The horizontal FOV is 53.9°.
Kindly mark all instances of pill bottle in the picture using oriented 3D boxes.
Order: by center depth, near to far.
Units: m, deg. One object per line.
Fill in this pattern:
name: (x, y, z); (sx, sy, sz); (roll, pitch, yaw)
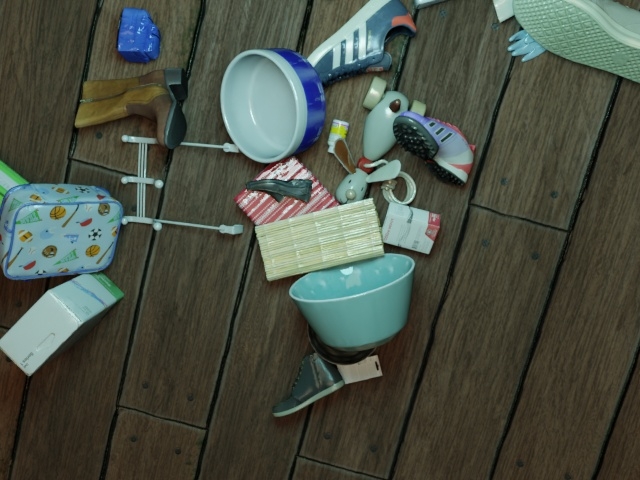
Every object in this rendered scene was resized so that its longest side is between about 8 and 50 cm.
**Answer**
pill bottle: (0.043, -0.266, 1.617); (0.043, 0.043, 0.083); (15, 100, 2)

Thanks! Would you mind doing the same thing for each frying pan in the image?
frying pan: (0.090, 0.172, 1.677); (0.197, 0.053, 0.326); (25, 85, 3)

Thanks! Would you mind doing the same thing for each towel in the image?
towel: (-0.062, -0.073, 1.636); (0.199, 0.031, 0.275); (-44, 96, -4)

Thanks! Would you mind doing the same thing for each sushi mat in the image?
sushi mat: (0.000, 0.000, 1.602); (0.316, 0.019, 0.152); (-13, 99, 6)

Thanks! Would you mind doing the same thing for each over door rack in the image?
over door rack: (-0.362, -0.146, 1.632); (0.324, 0.108, 0.240); (5, 100, 3)

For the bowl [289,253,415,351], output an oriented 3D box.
bowl: (0.093, 0.159, 1.531); (0.311, 0.311, 0.163); (-13, 102, 6)

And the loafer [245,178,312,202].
loafer: (-0.104, -0.125, 1.585); (0.170, 0.062, 0.061); (1, 97, -5)

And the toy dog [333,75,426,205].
toy dog: (0.143, -0.237, 1.555); (0.220, 0.161, 0.334); (5, 99, 4)

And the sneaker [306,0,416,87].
sneaker: (0.087, -0.443, 1.543); (0.350, 0.131, 0.148); (-42, 89, 8)

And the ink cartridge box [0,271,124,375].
ink cartridge box: (-0.657, 0.200, 1.618); (0.201, 0.278, 0.117); (-44, 94, 8)

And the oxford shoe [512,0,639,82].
oxford shoe: (0.666, -0.503, 1.486); (0.449, 0.169, 0.130); (22, 72, 0)

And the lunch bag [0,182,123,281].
lunch bag: (-0.660, -0.017, 1.575); (0.115, 0.303, 0.243); (38, 117, 35)

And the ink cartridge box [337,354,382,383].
ink cartridge box: (0.106, 0.347, 1.712); (0.115, 0.029, 0.063); (-13, 97, 5)

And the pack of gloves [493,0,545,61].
pack of gloves: (0.550, -0.565, 1.547); (0.232, 0.046, 0.195); (-21, 110, 7)

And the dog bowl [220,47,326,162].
dog bowl: (-0.117, -0.327, 1.521); (0.264, 0.104, 0.265); (17, 117, 36)

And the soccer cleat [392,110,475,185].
soccer cleat: (0.277, -0.241, 1.501); (0.108, 0.318, 0.117); (19, 82, 42)

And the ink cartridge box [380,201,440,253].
ink cartridge box: (0.228, -0.033, 1.612); (0.135, 0.056, 0.099); (15, 132, 2)

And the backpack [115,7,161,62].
backpack: (-0.456, -0.521, 1.591); (0.101, 0.098, 0.120); (2, 86, -5)

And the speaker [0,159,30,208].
speaker: (-0.820, -0.118, 1.659); (0.296, 0.131, 0.131); (39, 99, -2)

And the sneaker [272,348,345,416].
sneaker: (-0.051, 0.388, 1.714); (0.222, 0.083, 0.118); (-30, 80, 11)

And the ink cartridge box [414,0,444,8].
ink cartridge box: (0.347, -0.766, 1.510); (0.330, 0.071, 0.324); (-15, 96, 3)

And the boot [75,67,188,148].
boot: (-0.480, -0.320, 1.566); (0.280, 0.096, 0.264); (-7, 63, 4)
